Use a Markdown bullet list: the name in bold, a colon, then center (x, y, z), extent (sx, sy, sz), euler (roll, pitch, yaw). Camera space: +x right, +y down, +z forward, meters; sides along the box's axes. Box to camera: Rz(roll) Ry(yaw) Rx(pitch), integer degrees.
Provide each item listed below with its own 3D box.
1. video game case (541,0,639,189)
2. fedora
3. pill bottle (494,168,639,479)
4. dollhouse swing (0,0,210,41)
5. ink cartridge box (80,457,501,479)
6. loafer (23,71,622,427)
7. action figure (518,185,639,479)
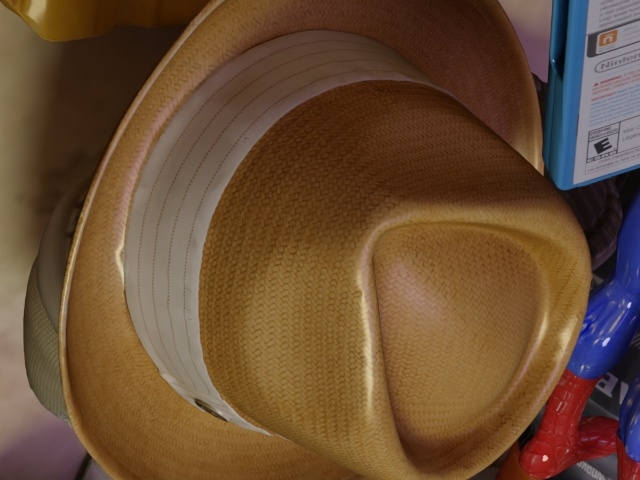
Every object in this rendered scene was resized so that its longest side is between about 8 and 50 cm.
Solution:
- **video game case**: center (0.113, -0.083, 0.453), extent (0.119, 0.015, 0.166), euler (-17, 145, -8)
- **fedora**: center (0.018, 0.012, 0.533), extent (0.194, 0.079, 0.194), euler (-24, 127, -35)
- **pill bottle**: center (0.164, 0.023, 0.785), extent (0.130, 0.130, 0.246), euler (9, 114, -43)
- **dollhouse swing**: center (0.092, -0.149, 0.470), extent (0.346, 0.305, 0.315), euler (-13, 128, -33)
- **ink cartridge box**: center (0.032, 0.211, 0.826), extent (0.353, 0.119, 0.207), euler (8, 115, -42)
- **loafer**: center (0.000, 0.000, 0.666), extent (0.268, 0.102, 0.092), euler (-12, 164, -42)
- **action figure**: center (0.156, -0.019, 0.626), extent (0.139, 0.091, 0.280), euler (-15, 135, -21)
